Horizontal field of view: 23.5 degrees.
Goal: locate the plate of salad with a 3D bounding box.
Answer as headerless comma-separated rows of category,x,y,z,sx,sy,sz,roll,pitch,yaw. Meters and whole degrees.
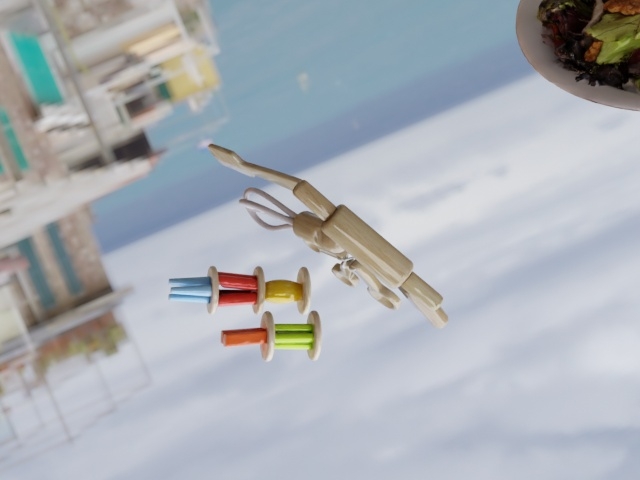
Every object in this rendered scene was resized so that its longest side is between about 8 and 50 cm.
plate of salad,0.195,-0.132,0.770,0.200,0.048,0.200,-11,-140,9

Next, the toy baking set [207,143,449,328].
toy baking set,0.003,0.000,1.384,0.030,0.256,0.197,-53,-166,-14

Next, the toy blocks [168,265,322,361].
toy blocks,-0.081,0.076,1.600,0.148,0.054,0.123,1,-140,-12
